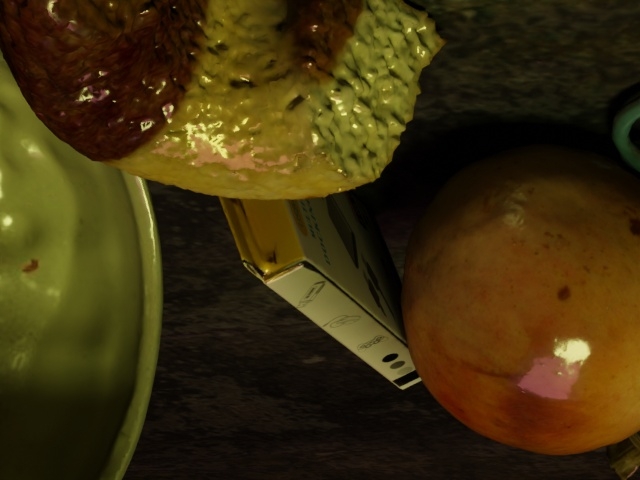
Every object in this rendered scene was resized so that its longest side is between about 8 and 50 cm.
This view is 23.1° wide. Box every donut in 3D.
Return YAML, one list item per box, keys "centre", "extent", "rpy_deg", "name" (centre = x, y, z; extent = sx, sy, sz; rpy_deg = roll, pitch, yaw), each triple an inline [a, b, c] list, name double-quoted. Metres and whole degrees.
- centre: [-0.082, -0.094, 0.733]
  extent: [0.151, 0.112, 0.295]
  rpy_deg: [-14, 152, 35]
  name: "donut"

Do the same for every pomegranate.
- centre: [0.140, 0.031, 0.941]
  extent: [0.191, 0.191, 0.191]
  rpy_deg: [3, 160, 1]
  name: "pomegranate"

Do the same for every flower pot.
- centre: [-0.251, 0.027, 0.819]
  extent: [0.244, 0.307, 0.307]
  rpy_deg: [3, 161, 23]
  name: "flower pot"

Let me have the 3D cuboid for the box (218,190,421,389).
- centre: [0.000, 0.000, 0.949]
  extent: [0.033, 0.129, 0.247]
  rpy_deg: [-27, 152, 12]
  name: "box"

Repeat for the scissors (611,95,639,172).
- centre: [0.263, -0.082, 0.799]
  extent: [0.138, 0.041, 0.289]
  rpy_deg: [20, 156, -13]
  name: "scissors"

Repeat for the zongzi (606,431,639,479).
- centre: [0.375, 0.083, 1.134]
  extent: [0.286, 0.134, 0.288]
  rpy_deg: [2, 150, -12]
  name: "zongzi"
